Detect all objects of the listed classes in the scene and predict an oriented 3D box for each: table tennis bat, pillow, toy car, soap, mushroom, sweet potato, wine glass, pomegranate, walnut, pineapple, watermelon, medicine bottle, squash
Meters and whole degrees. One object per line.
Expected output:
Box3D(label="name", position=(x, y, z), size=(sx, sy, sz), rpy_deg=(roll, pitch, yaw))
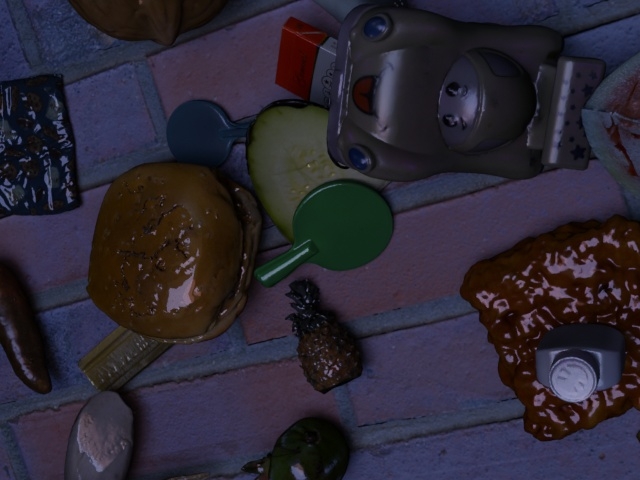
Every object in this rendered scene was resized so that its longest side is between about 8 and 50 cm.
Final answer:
Box3D(label="table tennis bat", position=(-0.176, -0.183, 1.798), size=(0.201, 0.033, 0.124), rpy_deg=(-4, 101, 23))
Box3D(label="table tennis bat", position=(0.000, 0.000, 1.743), size=(0.257, 0.039, 0.160), rpy_deg=(-34, 110, 13))
Box3D(label="pillow", position=(-0.539, -0.171, 1.932), size=(0.189, 0.034, 0.255), rpy_deg=(-4, 98, 19))
Box3D(label="toy car", position=(0.202, -0.197, 1.484), size=(0.226, 0.336, 0.242), rpy_deg=(30, 117, 57))
Box3D(label="soap", position=(-0.340, 0.191, 1.931), size=(0.252, 0.037, 0.092), rpy_deg=(-39, 85, 22))
Box3D(label="mushroom", position=(-0.428, 0.442, 1.969), size=(0.128, 0.128, 0.350), rpy_deg=(27, 112, 13))
Box3D(label="sweet potato", position=(-0.580, 0.156, 1.981), size=(0.097, 0.097, 0.291), rpy_deg=(-24, 98, 22))
Box3D(label="wine glass", position=(0.079, -0.360, 1.632), size=(0.231, 0.103, 0.103), rpy_deg=(39, 111, 10))
Box3D(label="pomegranate", position=(-0.045, 0.387, 1.816), size=(0.191, 0.152, 0.131), rpy_deg=(-20, 100, 43))
Box3D(label="walnut", position=(-0.277, -0.470, 1.643), size=(0.333, 0.333, 0.332), rpy_deg=(4, 102, 19))
Box3D(label="pineapple", position=(-0.002, 0.156, 1.774), size=(0.108, 0.108, 0.197), rpy_deg=(-28, 78, 22))
Box3D(label="watermelon", position=(0.522, -0.171, 1.429), size=(0.262, 0.201, 0.213), rpy_deg=(-42, 123, -8))
Box3D(label="medicine bottle", position=(0.366, 0.170, 1.477), size=(0.119, 0.183, 0.069), rpy_deg=(0, 99, 19))
Box3D(label="squash", position=(-0.030, -0.118, 1.696), size=(0.237, 0.155, 0.204), rpy_deg=(-34, 87, 20))

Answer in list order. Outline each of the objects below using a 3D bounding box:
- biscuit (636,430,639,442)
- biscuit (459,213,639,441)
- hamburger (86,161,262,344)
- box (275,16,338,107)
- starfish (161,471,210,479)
Box3D(label="biscuit", position=(0.622, 0.307, 1.622), size=(0.231, 0.016, 0.139), rpy_deg=(-30, 91, 23))
Box3D(label="biscuit", position=(0.401, 0.131, 1.614), size=(0.318, 0.110, 0.312), rpy_deg=(-25, 90, 22))
Box3D(label="hamburger", position=(-0.258, 0.022, 1.784), size=(0.284, 0.174, 0.304), rpy_deg=(5, 82, 28))
Box3D(label="box", position=(0.042, -0.248, 1.666), size=(0.245, 0.035, 0.139), rpy_deg=(30, 147, 13))
Box3D(label="starfish", position=(-0.357, 0.531, 1.926), size=(0.327, 0.094, 0.375), rpy_deg=(27, 112, -32))
